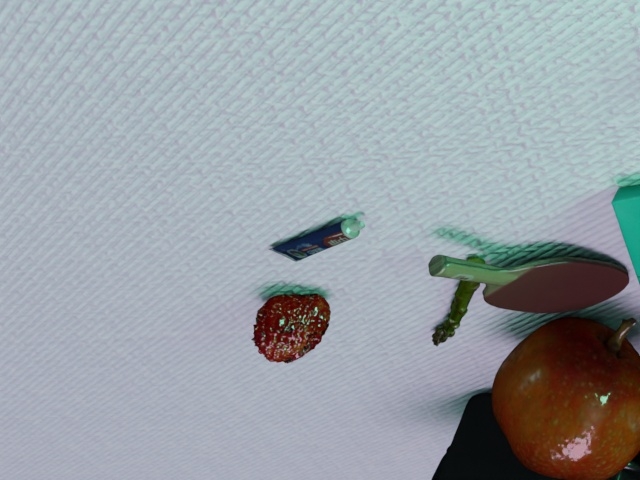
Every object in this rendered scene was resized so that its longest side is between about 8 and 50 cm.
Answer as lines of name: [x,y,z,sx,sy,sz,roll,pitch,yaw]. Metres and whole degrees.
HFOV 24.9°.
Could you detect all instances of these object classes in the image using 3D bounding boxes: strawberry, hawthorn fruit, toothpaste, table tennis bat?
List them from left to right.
strawberry: [-0.033,0.097,1.681,0.096,0.083,0.083,-35,144,12]
toothpaste: [0.000,0.000,1.522,0.037,0.021,0.140,26,151,-31]
table tennis bat: [0.221,0.042,1.550,0.247,0.022,0.138,10,152,-33]
hawthorn fruit: [0.308,0.169,1.679,0.197,0.196,0.225,11,131,-15]

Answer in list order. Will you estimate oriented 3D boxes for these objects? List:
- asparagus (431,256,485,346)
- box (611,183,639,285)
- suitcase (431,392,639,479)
asparagus: [0.158,0.074,1.659,0.025,0.024,0.248,45,160,14]
box: [0.387,0.042,1.370,0.161,0.042,0.226,-10,112,31]
suitcase: [0.278,0.394,1.901,0.188,0.345,0.339,22,177,-42]
